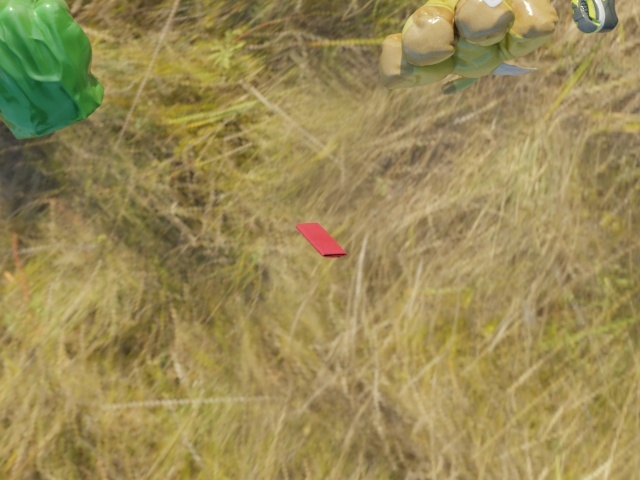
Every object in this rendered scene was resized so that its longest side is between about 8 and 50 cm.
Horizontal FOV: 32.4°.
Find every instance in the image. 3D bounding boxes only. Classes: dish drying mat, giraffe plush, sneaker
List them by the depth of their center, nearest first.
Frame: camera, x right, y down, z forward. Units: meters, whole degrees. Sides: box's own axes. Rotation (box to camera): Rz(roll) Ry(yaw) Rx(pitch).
[{"bbox_3d":[0.207,-0.196,0.850,0.031,0.035,0.083,-17,75,46],"label":"sneaker"},{"bbox_3d":[0.144,-0.260,1.140,0.181,0.210,0.170,-19,80,30],"label":"giraffe plush"},{"bbox_3d":[0.000,0.000,1.283,0.032,0.083,0.008,-1,116,-25],"label":"dish drying mat"}]

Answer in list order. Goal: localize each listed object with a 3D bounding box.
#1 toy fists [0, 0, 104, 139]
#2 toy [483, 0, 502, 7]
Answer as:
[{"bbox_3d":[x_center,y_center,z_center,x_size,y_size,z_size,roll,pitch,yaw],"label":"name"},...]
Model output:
[{"bbox_3d":[-0.355,-0.166,1.083,0.279,0.096,0.142,-12,137,17],"label":"toy fists"},{"bbox_3d":[0.161,-0.294,0.803,0.237,0.056,0.137,-43,81,-11],"label":"toy"}]
